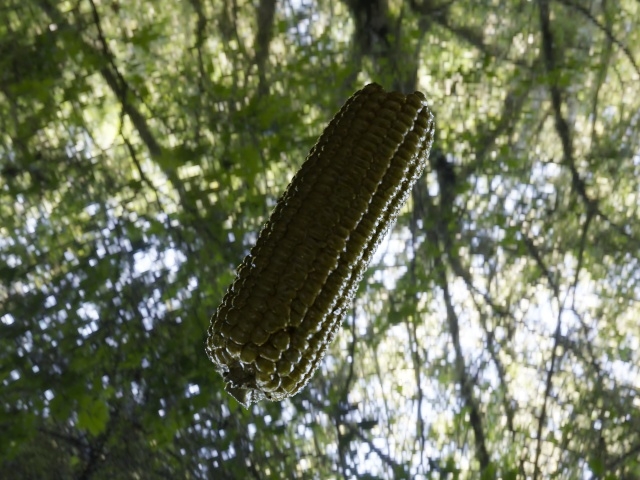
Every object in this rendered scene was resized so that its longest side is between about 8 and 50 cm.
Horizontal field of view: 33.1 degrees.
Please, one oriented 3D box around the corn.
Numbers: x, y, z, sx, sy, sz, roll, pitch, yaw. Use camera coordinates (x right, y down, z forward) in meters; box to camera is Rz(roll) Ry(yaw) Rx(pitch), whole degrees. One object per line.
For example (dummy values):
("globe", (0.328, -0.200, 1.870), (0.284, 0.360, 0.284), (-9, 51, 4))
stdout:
("corn", (0.000, 0.000, 0.706), (0.080, 0.080, 0.238), (23, -102, 21))
